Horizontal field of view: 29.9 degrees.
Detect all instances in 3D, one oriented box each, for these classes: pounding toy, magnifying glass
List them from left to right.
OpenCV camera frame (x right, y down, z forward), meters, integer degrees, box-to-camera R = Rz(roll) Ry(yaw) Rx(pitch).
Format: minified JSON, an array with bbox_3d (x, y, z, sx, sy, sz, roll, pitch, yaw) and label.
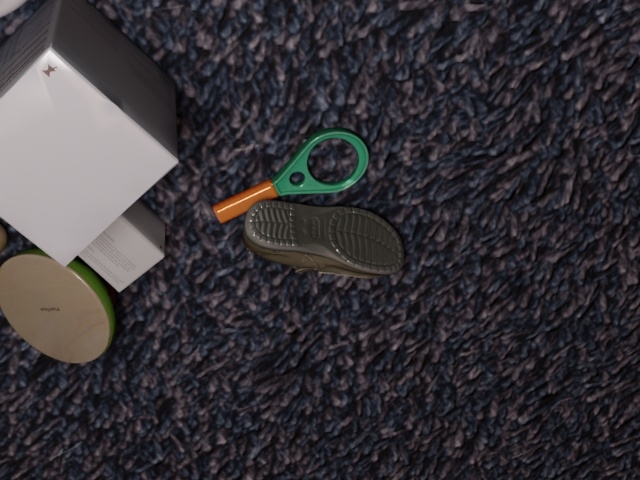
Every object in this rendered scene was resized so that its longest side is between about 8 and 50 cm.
[{"bbox_3d":[-0.369,0.059,1.679,0.237,0.110,0.183,22,129,13],"label":"pounding toy"},{"bbox_3d":[-0.041,-0.084,1.674,0.231,0.026,0.092,-24,119,6],"label":"magnifying glass"}]

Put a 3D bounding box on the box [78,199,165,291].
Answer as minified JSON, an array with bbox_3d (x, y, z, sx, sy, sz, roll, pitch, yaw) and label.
[{"bbox_3d":[-0.276,-0.008,1.639,0.087,0.102,0.101,-37,116,15],"label":"box"}]

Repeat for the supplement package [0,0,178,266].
[{"bbox_3d":[-0.311,-0.148,1.464,0.198,0.262,0.199,-41,116,14],"label":"supplement package"}]

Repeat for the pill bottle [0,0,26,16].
[{"bbox_3d":[-0.372,-0.353,1.302,0.181,0.323,0.181,0,123,0],"label":"pill bottle"}]

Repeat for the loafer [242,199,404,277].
[{"bbox_3d":[0.000,0.000,1.702,0.251,0.094,0.087,14,157,-21],"label":"loafer"}]
